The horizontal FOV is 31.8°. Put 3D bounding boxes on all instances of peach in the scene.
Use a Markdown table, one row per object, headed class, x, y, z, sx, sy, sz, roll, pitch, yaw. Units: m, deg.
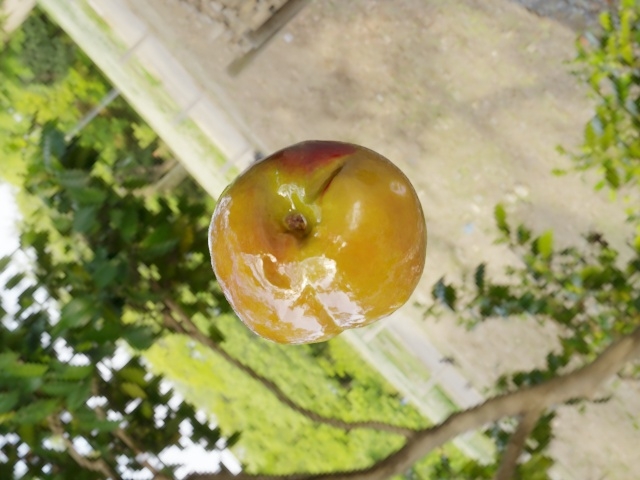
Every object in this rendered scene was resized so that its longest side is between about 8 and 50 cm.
| class | x | y | z | sx | sy | sz | roll | pitch | yaw |
| --- | --- | --- | --- | --- | --- | --- | --- | --- | --- |
| peach | 0.000 | 0.000 | 0.714 | 0.138 | 0.138 | 0.138 | 46 | 177 | 3 |
